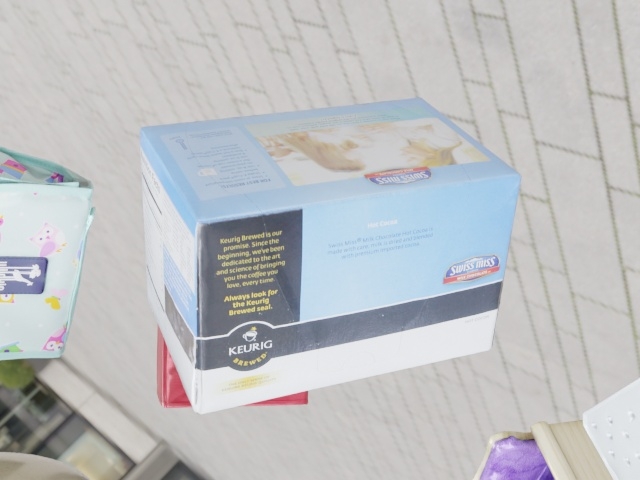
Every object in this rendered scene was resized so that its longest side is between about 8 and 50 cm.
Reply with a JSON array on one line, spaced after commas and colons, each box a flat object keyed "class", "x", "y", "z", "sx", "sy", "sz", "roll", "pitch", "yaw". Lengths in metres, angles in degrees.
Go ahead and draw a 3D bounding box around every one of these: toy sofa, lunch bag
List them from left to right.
[{"class": "lunch bag", "x": -0.389, "y": 0.006, "z": 1.026, "sx": 0.262, "sy": 0.223, "sz": 0.160, "roll": 15, "pitch": -162, "yaw": 2}, {"class": "toy sofa", "x": 0.312, "y": 0.434, "z": 1.394, "sx": 0.150, "sy": 0.177, "sz": 0.362, "roll": -111, "pitch": 27, "yaw": -42}]

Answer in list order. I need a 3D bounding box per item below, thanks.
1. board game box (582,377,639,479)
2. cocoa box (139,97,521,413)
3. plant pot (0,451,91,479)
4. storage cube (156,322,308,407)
[{"class": "board game box", "x": 0.488, "y": 0.312, "z": 1.029, "sx": 0.389, "sy": 0.050, "sz": 0.390, "roll": 63, "pitch": 159, "yaw": 19}, {"class": "cocoa box", "x": 0.000, "y": 0.000, "z": 0.999, "sx": 0.231, "sy": 0.347, "sz": 0.227, "roll": -129, "pitch": 36, "yaw": -52}, {"class": "plant pot", "x": -0.345, "y": 0.309, "z": 0.805, "sx": 0.284, "sy": 0.284, "sz": 0.191, "roll": 27, "pitch": 171, "yaw": 38}, {"class": "storage cube", "x": -0.120, "y": 0.114, "z": 1.221, "sx": 0.215, "sy": 0.184, "sz": 0.193, "roll": 159, "pitch": 112, "yaw": -77}]
